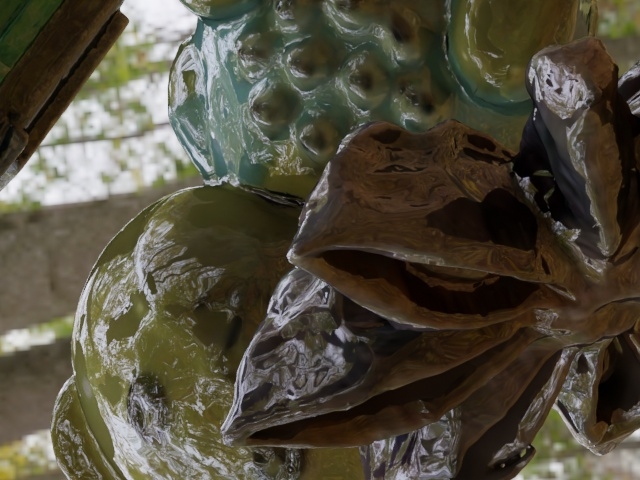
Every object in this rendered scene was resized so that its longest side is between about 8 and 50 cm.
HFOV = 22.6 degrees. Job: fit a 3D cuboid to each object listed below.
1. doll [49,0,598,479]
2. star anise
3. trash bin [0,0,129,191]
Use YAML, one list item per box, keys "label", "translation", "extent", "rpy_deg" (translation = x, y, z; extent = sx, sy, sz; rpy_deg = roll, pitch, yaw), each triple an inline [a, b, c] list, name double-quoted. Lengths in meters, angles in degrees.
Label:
- label: "doll"
  translation: [0.000, 0.000, 0.638]
  extent: [0.161, 0.177, 0.261]
  rpy_deg: [14, -88, -79]
- label: "star anise"
  translation: [0.065, 0.013, 0.457]
  extent: [0.230, 0.262, 0.081]
  rpy_deg: [-2, -125, -43]
- label: "trash bin"
  translation: [-0.346, -0.221, 1.221]
  extent: [0.295, 0.381, 0.259]
  rpy_deg: [-59, 15, -25]
